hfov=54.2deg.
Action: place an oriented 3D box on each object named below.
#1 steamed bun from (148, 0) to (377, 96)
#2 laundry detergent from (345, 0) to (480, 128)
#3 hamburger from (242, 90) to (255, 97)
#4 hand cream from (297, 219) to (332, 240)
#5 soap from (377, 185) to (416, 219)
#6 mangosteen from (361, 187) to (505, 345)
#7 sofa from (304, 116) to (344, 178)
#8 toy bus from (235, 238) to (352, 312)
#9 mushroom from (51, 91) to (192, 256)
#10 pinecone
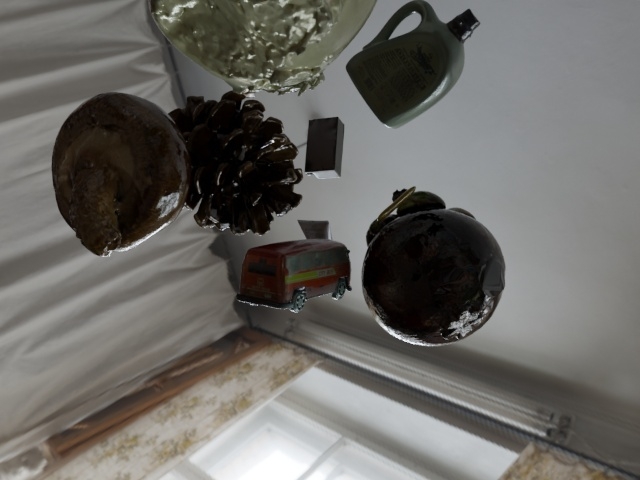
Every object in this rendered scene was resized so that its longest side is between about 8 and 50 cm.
[{"bbox_3d":[-0.043,-0.352,0.835,0.334,0.312,0.233,19,-20,47],"label":"steamed bun"},{"bbox_3d":[0.205,-0.395,1.331,0.280,0.105,0.215,-40,-109,28],"label":"laundry detergent"},{"bbox_3d":[-0.187,-0.457,1.589,0.262,0.124,0.130,78,6,-64],"label":"hamburger"},{"bbox_3d":[0.000,0.000,1.557,0.084,0.053,0.142,2,-48,24],"label":"hand cream"},{"bbox_3d":[0.135,-0.065,1.108,0.012,0.089,0.034,49,4,7],"label":"soap"},{"bbox_3d":[0.218,0.058,1.251,0.311,0.311,0.311,27,-48,35],"label":"mangosteen"},{"bbox_3d":[0.011,-0.228,1.552,0.085,0.060,0.147,-3,-106,20],"label":"sofa"},{"bbox_3d":[-0.037,0.060,1.197,0.121,0.265,0.119,7,-82,33],"label":"toy bus"},{"bbox_3d":[-0.418,-0.139,1.294,0.345,0.345,0.239,47,1,17],"label":"mushroom"},{"bbox_3d":[-0.207,-0.167,1.532,0.384,0.384,0.384,27,-48,35],"label":"pinecone"}]
